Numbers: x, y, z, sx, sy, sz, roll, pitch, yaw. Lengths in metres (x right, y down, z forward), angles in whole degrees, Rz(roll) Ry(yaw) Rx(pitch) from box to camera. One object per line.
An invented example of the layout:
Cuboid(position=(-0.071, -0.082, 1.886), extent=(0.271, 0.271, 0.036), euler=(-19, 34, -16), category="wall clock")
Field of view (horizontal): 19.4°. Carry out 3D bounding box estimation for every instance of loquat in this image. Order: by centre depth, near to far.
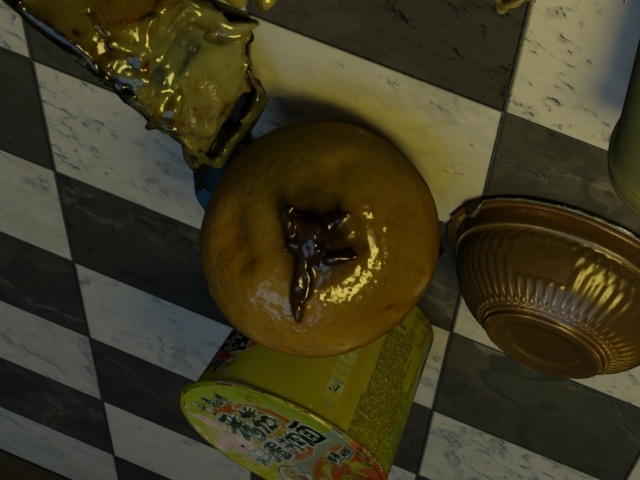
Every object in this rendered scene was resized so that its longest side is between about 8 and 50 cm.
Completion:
Cuboid(position=(0.000, 0.000, 1.776), extent=(0.244, 0.244, 0.244), euler=(21, 155, 10), category="loquat")

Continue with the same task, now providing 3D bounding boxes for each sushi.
Cuboid(position=(-0.158, -0.186, 1.711), extent=(0.291, 0.139, 0.131), euler=(41, 172, -28), category="sushi")

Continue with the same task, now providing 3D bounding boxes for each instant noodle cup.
Cuboid(position=(0.233, 0.068, 1.853), extent=(0.274, 0.091, 0.274), euler=(22, 156, 10), category="instant noodle cup")
Cuboid(position=(-0.004, 0.151, 2.113), extent=(0.264, 0.200, 0.264), euler=(21, 154, 11), category="instant noodle cup")

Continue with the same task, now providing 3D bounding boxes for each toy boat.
Cuboid(position=(-0.077, -0.056, 1.947), extent=(0.075, 0.077, 0.185), euler=(6, 158, 35), category="toy boat")

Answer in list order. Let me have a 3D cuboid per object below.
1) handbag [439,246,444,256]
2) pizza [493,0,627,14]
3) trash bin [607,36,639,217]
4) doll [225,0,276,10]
Cuboid(position=(0.039, 0.002, 1.935), extent=(0.139, 0.072, 0.115), euler=(42, 153, -22), category="handbag")
Cuboid(position=(0.159, -0.267, 1.177), extent=(0.280, 0.075, 0.287), euler=(29, 129, -4), category="pizza")
Cuboid(position=(0.342, -0.098, 1.391), extent=(0.243, 0.121, 0.247), euler=(19, 151, 14), category="trash bin")
Cuboid(position=(-0.161, -0.275, 1.554), extent=(0.291, 0.086, 0.117), euler=(25, 160, 6), category="doll")
